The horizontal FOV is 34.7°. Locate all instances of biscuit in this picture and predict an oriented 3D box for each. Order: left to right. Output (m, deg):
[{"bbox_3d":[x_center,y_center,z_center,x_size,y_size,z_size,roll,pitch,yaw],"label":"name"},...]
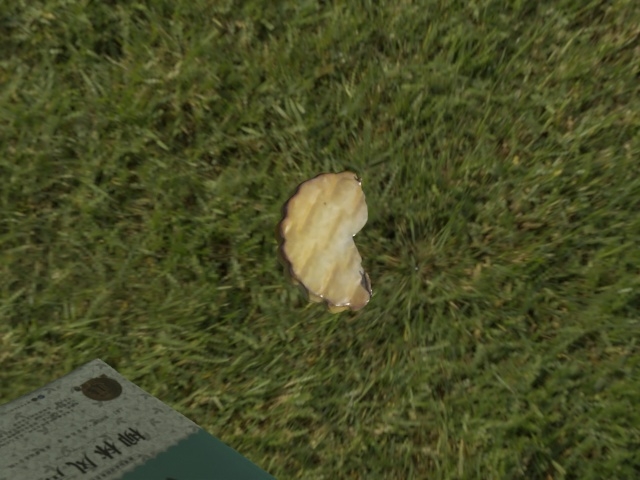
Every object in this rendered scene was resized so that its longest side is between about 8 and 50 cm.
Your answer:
[{"bbox_3d":[0.000,0.000,1.248,0.118,0.061,0.183,6,70,-12],"label":"biscuit"}]

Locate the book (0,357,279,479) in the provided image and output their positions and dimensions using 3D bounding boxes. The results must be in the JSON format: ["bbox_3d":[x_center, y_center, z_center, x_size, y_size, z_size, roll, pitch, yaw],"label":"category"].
[{"bbox_3d":[-0.219,0.265,1.118,0.379,0.264,0.031,26,121,29],"label":"book"}]
